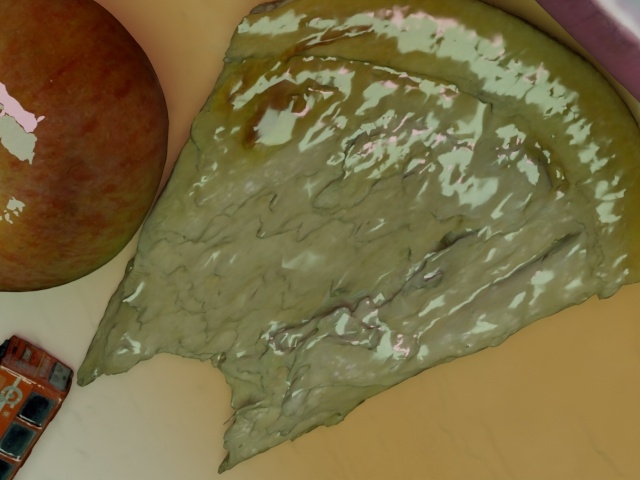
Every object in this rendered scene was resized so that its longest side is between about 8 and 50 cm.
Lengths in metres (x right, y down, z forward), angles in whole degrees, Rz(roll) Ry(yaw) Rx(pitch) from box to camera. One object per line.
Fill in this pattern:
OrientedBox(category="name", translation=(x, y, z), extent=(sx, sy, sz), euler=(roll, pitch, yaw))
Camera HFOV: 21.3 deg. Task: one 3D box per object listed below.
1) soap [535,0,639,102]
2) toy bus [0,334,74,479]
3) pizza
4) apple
OrientedBox(category="soap", translation=(0.122, -0.116, 0.531), extent=(0.324, 0.193, 0.109), euler=(42, 114, -11))
OrientedBox(category="toy bus", translation=(-0.150, 0.093, 0.749), extent=(0.043, 0.031, 0.110), euler=(29, 114, -12))
OrientedBox(category="pizza", translation=(0.000, 0.000, 0.685), extent=(0.262, 0.034, 0.181), euler=(-36, 104, 21))
OrientedBox(category="apple", translation=(-0.119, -0.038, 0.649), extent=(0.126, 0.102, 0.126), euler=(4, 114, 8))
